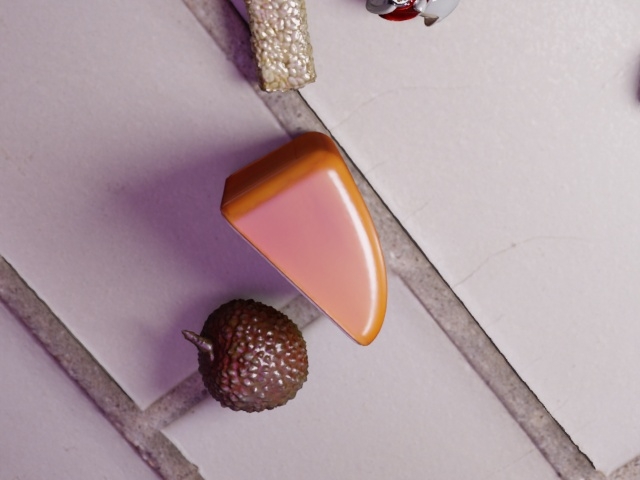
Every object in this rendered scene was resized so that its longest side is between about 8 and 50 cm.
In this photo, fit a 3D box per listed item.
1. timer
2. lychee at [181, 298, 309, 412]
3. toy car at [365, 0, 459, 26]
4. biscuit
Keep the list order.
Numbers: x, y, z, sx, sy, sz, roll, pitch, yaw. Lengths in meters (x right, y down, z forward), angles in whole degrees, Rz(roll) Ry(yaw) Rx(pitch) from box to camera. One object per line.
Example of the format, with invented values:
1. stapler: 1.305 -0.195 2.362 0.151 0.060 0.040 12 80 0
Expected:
1. timer: 0.000 0.000 1.414 0.161 0.257 0.250 -30 103 4
2. lychee: -0.108 0.164 1.516 0.197 0.165 0.165 9 111 -30
3. toy car: 0.134 -0.339 1.380 0.112 0.112 0.139 24 99 -21
4. biscuit: -0.055 -0.280 1.417 0.082 0.070 0.168 -7 110 8
